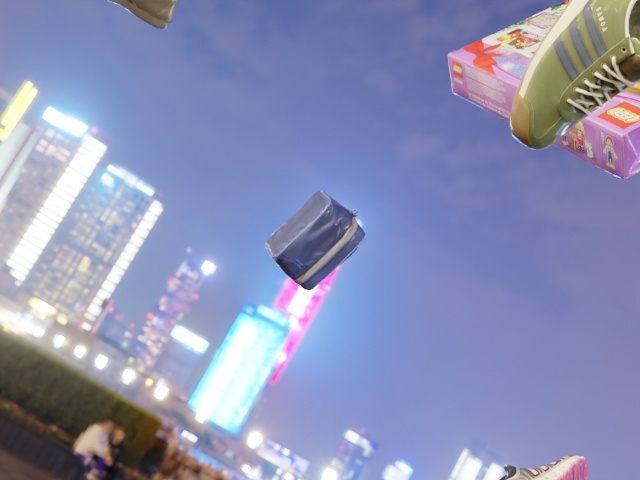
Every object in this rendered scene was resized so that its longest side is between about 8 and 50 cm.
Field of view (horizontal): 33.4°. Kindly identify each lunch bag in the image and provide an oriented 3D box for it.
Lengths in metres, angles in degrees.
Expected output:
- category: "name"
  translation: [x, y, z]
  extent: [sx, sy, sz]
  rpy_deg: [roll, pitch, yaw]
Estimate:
- category: "lunch bag"
  translation: [0.000, 0.000, 1.100]
  extent: [0.065, 0.098, 0.067]
  rpy_deg: [45, 5, -20]

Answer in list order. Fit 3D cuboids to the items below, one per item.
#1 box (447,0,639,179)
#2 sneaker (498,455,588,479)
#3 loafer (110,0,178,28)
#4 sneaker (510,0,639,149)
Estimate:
- category: "box"
  translation: [0.309, -0.181, 1.192]
  extent: [0.293, 0.201, 0.057]
  rpy_deg: [40, -30, 50]
- category: "sneaker"
  translation: [0.226, 0.260, 1.122]
  extent: [0.074, 0.063, 0.170]
  rpy_deg: [3, 6, 37]
- category: "loafer"
  translation: [-0.223, -0.295, 1.205]
  extent: [0.148, 0.050, 0.056]
  rpy_deg: [25, 30, -36]
- category: "sneaker"
  translation: [0.228, -0.146, 0.848]
  extent: [0.064, 0.192, 0.086]
  rpy_deg: [13, 22, -40]
